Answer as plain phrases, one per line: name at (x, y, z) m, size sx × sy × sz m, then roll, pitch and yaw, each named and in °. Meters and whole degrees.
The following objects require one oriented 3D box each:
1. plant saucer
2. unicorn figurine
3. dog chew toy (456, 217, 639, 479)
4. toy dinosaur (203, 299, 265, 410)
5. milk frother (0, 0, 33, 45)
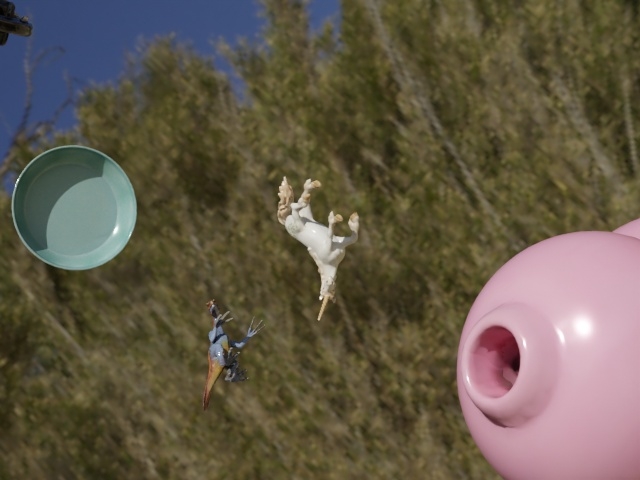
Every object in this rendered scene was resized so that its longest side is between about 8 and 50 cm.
plant saucer at (-0.235, -0.030, 1.136) m, size 0.119 × 0.119 × 0.021 m, roll -38°, pitch 11°, yaw -22°
unicorn figurine at (0.000, 0.000, 1.481) m, size 0.060 × 0.162 × 0.111 m, roll -8°, pitch -42°, yaw -34°
dog chew toy at (0.204, 0.074, 0.610) m, size 0.332 × 0.206 × 0.206 m, roll 9°, pitch -55°, yaw -36°
toy dinosaur at (-0.092, 0.090, 1.044) m, size 0.090 × 0.082 × 0.047 m, roll -41°, pitch -55°, yaw -7°
milk frother at (-0.198, -0.186, 0.636) m, size 0.129 × 0.143 × 0.135 m, roll -39°, pitch -38°, yaw -57°
